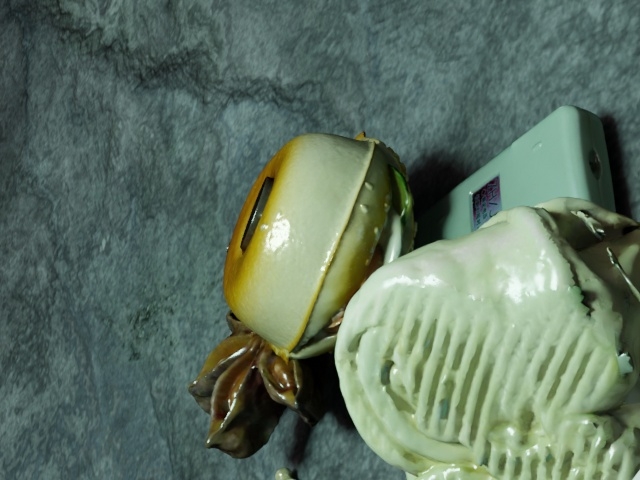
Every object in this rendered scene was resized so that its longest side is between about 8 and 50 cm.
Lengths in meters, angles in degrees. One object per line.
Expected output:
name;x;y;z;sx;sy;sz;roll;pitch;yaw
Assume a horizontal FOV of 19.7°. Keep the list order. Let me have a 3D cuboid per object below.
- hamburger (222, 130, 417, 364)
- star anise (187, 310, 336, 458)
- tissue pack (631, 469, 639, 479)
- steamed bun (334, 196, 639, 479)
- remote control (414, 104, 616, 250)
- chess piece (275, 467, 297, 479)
hamburger;-0.002;0.004;1.702;0.237;0.147;0.237;-61;13;25
star anise;-0.047;0.131;1.842;0.214;0.099;0.220;-30;31;44
tissue pack;0.281;0.208;1.203;0.225;0.185;0.124;-58;33;21
steamed bun;0.171;0.097;1.408;0.280;0.207;0.268;-16;100;34
remote control;0.148;0.007;1.639;0.296;0.056;0.140;-40;41;44
chess piece;-0.027;0.256;1.817;0.035;0.035;0.092;-58;30;23
